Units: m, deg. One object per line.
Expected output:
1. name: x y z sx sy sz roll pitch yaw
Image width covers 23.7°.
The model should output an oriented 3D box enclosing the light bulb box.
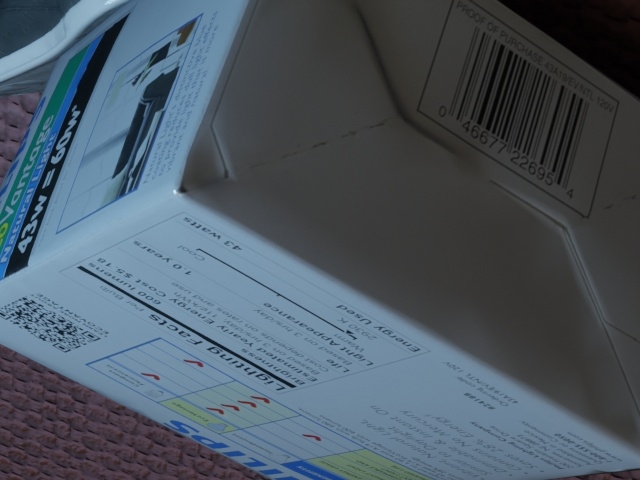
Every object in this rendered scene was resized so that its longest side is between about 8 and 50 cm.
1. light bulb box: 0.000 0.000 1.013 0.358 0.225 0.361 31 153 -24

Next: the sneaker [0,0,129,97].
1. sneaker: -0.211 -0.205 1.174 0.295 0.104 0.147 -22 83 54
